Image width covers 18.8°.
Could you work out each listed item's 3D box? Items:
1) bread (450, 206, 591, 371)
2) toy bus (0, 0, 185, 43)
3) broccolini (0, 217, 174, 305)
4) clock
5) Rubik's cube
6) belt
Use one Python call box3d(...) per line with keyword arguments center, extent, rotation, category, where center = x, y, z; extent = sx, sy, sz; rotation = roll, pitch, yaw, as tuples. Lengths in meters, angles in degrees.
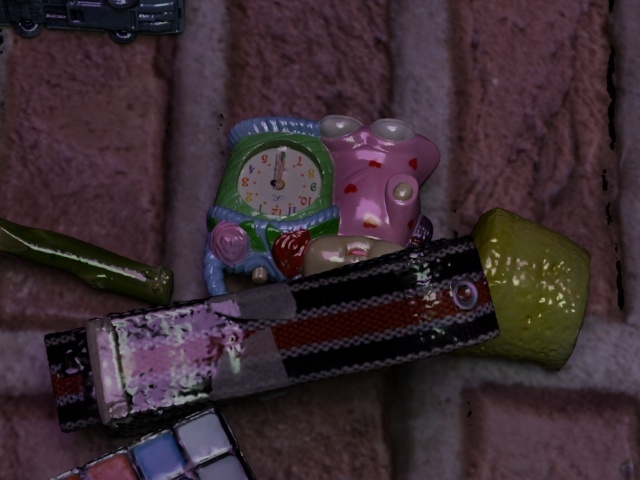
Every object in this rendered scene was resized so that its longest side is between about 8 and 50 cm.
box3d(center=(0.161, 0.040, 1.599), extent=(0.114, 0.111, 0.129), rotation=(17, 71, -3), category="bread")
box3d(center=(-0.214, -0.224, 1.723), extent=(0.190, 0.064, 0.075), rotation=(5, 61, 1), category="toy bus")
box3d(center=(-0.296, -0.044, 1.592), extent=(0.392, 0.074, 0.079), rotation=(20, 62, -8), category="broccolini")
box3d(center=(0.000, 0.000, 1.614), extent=(0.194, 0.100, 0.196), rotation=(2, 64, 4), category="clock")
box3d(center=(-0.113, 0.241, 1.474), extent=(0.155, 0.151, 0.154), rotation=(-24, 70, -11), category="Rubik's cube")
box3d(center=(-0.039, 0.076, 1.506), extent=(0.359, 0.126, 0.094), rotation=(-14, 80, 15), category="belt")
